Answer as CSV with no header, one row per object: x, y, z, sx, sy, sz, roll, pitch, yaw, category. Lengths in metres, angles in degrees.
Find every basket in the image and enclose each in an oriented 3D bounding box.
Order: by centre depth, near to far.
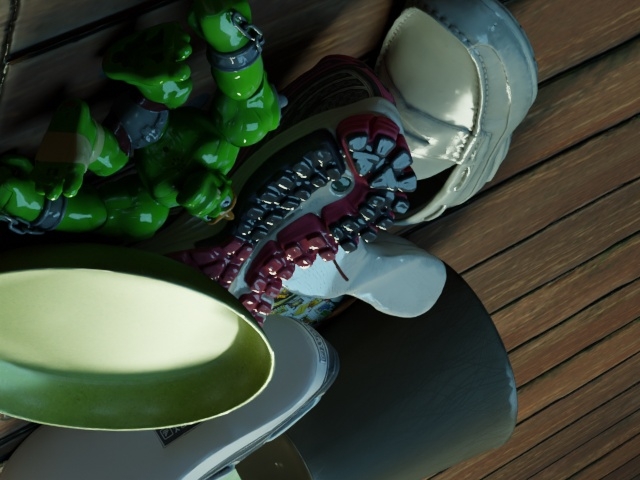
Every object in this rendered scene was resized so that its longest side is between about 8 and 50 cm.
0.040,0.151,1.722,0.227,0.204,0.154,-30,-159,-30,basket

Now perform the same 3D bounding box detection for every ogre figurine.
-0.098,-0.065,1.166,0.197,0.097,0.118,-55,141,2,ogre figurine

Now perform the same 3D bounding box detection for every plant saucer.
-0.149,0.061,1.268,0.241,0.037,0.241,2,151,1,plant saucer

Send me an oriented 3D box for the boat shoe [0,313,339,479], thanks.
-0.120,0.158,1.554,0.301,0.108,0.102,-33,162,8,boat shoe

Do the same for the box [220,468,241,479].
-0.132,0.233,1.807,0.322,0.058,0.232,-26,157,-36,box

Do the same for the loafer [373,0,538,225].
0.083,-0.092,1.390,0.111,0.112,0.319,-43,163,-13,loafer

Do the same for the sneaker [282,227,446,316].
0.000,0.000,1.507,0.212,0.094,0.080,27,98,-43,sneaker

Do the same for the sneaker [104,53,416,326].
-0.062,-0.009,1.331,0.299,0.112,0.121,-33,131,19,sneaker

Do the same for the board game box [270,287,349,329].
-0.058,0.052,1.584,0.136,0.030,0.260,-41,161,14,board game box
